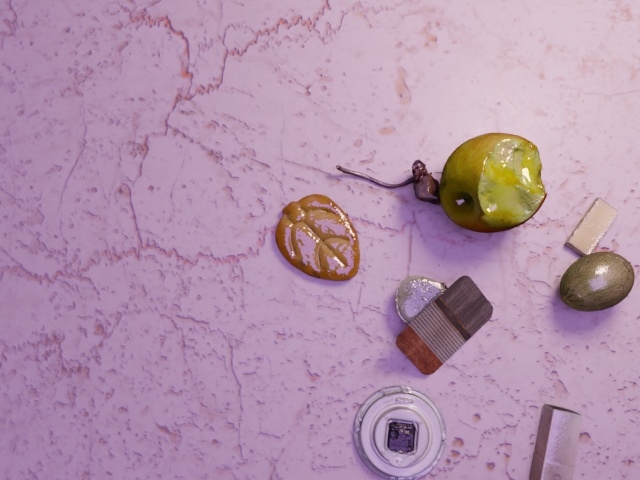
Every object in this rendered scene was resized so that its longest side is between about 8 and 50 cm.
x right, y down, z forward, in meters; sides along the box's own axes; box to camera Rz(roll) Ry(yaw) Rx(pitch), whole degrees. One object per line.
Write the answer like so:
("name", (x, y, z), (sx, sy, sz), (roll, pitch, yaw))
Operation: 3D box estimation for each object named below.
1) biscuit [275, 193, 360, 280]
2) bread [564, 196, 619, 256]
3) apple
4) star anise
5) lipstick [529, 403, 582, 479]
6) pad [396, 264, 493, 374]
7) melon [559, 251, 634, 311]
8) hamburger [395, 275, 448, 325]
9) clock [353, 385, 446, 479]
("biscuit", (0.000, -0.001, 1.446), (0.203, 0.041, 0.260), (-43, 81, -2))
("bread", (0.698, -0.034, 1.419), (0.068, 0.028, 0.154), (35, 86, 6))
("apple", (0.409, -0.134, 1.329), (0.226, 0.246, 0.246), (-19, 81, -36))
("star anise", (0.184, -0.138, 1.431), (0.227, 0.148, 0.219), (-20, 118, 27))
("lipstick", (0.550, 0.591, 1.328), (0.076, 0.080, 0.372), (12, 85, 5))
("pad", (0.275, 0.170, 1.320), (0.250, 0.323, 0.055), (-43, 44, -2))
("melon", (0.681, 0.098, 1.350), (0.192, 0.139, 0.139), (-27, 83, -2))
("hamburger", (0.259, 0.156, 1.404), (0.139, 0.062, 0.133), (7, 81, 5))
("clock", (0.198, 0.483, 1.374), (0.236, 0.053, 0.237), (0, 83, 2))
